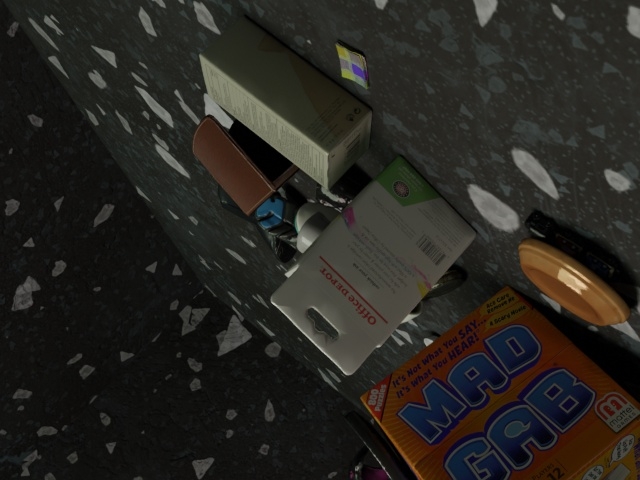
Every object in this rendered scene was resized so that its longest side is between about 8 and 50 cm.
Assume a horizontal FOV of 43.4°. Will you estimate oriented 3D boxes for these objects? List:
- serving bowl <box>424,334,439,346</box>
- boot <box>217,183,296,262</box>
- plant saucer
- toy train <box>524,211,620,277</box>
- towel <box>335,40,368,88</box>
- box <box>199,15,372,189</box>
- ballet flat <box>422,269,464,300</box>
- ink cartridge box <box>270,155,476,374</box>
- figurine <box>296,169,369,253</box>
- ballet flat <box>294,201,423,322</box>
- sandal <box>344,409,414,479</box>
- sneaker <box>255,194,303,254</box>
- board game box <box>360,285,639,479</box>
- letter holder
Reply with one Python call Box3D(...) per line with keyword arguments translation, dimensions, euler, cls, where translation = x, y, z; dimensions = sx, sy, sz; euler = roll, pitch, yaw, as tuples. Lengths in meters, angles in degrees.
Box3D(translation=(0.303, 0.269, 2.042), dimensions=(0.083, 0.027, 0.083), euler=(39, 164, 14), cls="serving bowl")
Box3D(translation=(-0.173, -0.067, 2.215), dimensions=(0.207, 0.094, 0.247), euler=(27, 150, 36), cls="boot")
Box3D(translation=(0.389, 0.071, 1.260), dimensions=(0.200, 0.037, 0.200), euler=(40, 176, 3), cls="plant saucer")
Box3D(translation=(0.376, 0.009, 1.209), dimensions=(0.158, 0.036, 0.027), euler=(36, 162, 26), cls="toy train")
Box3D(translation=(0.051, -0.284, 1.303), dimensions=(0.060, 0.009, 0.083), euler=(35, 161, 26), cls="towel")
Box3D(translation=(-0.064, -0.250, 1.461), dimensions=(0.311, 0.121, 0.148), euler=(40, 163, 14), cls="box")
Box3D(translation=(0.217, 0.098, 1.710), dimensions=(0.250, 0.084, 0.058), euler=(143, 120, -61), cls="ballet flat")
Box3D(translation=(0.084, 0.049, 1.438), dimensions=(0.207, 0.353, 0.119), euler=(45, 164, -4), cls="ink cartridge box")
Box3D(translation=(0.074, -0.019, 1.641), dimensions=(0.209, 0.092, 0.215), euler=(33, 126, 15), cls="figurine")
Box3D(translation=(0.107, 0.047, 1.831), dimensions=(0.400, 0.139, 0.139), euler=(48, 164, -29), cls="ballet flat")
Box3D(translation=(0.143, 0.504, 1.562), dimensions=(0.446, 0.107, 0.167), euler=(59, 172, -33), cls="sandal")
Box3D(translation=(0.000, 0.000, 2.002), dimensions=(0.340, 0.125, 0.139), euler=(40, -171, 9), cls="sneaker")
Box3D(translation=(0.356, 0.387, 1.502), dimensions=(0.356, 0.356, 0.357), euler=(48, 171, 43), cls="board game box")
Box3D(translation=(-0.149, -0.202, 1.738), dimensions=(0.214, 0.152, 0.302), euler=(47, 163, -4), cls="letter holder")
